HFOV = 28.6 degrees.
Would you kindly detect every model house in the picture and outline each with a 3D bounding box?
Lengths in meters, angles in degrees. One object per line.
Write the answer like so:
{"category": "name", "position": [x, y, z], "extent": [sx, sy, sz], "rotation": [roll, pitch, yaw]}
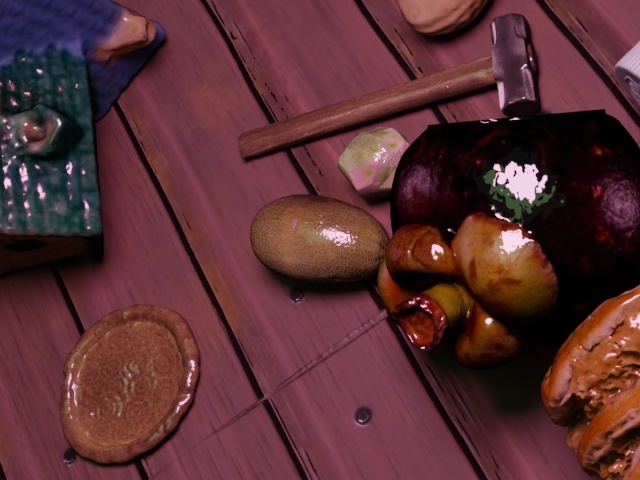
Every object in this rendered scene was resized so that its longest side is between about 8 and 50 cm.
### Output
{"category": "model house", "position": [-0.386, -0.168, 1.494], "extent": [0.342, 0.334, 0.382], "rotation": [-12, 76, 24]}

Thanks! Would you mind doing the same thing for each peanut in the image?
{"category": "peanut", "position": [0.182, -0.349, 1.409], "extent": [0.274, 0.111, 0.125], "rotation": [-48, 43, -1]}

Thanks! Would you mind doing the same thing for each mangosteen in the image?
{"category": "mangosteen", "position": [0.174, -0.006, 1.164], "extent": [0.287, 0.287, 0.233], "rotation": [5, 103, 28]}

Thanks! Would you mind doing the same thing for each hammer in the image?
{"category": "hammer", "position": [0.070, -0.152, 1.428], "extent": [0.365, 0.043, 0.111], "rotation": [-15, 66, 23]}

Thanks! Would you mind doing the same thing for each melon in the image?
{"category": "melon", "position": [0.000, 0.000, 1.363], "extent": [0.162, 0.099, 0.099], "rotation": [8, 74, 27]}

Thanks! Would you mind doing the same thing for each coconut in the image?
{"category": "coconut", "position": [0.066, -0.085, 1.377], "extent": [0.081, 0.083, 0.082], "rotation": [47, 135, 33]}

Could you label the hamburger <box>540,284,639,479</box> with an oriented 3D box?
{"category": "hamburger", "position": [0.334, 0.132, 1.074], "extent": [0.260, 0.245, 0.211], "rotation": [-23, 58, -6]}

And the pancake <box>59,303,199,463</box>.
{"category": "pancake", "position": [-0.225, 0.163, 1.457], "extent": [0.199, 0.021, 0.199], "rotation": [-10, 65, 23]}

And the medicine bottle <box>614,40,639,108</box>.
{"category": "medicine bottle", "position": [0.450, -0.220, 1.193], "extent": [0.318, 0.158, 0.158], "rotation": [-43, 58, 5]}
